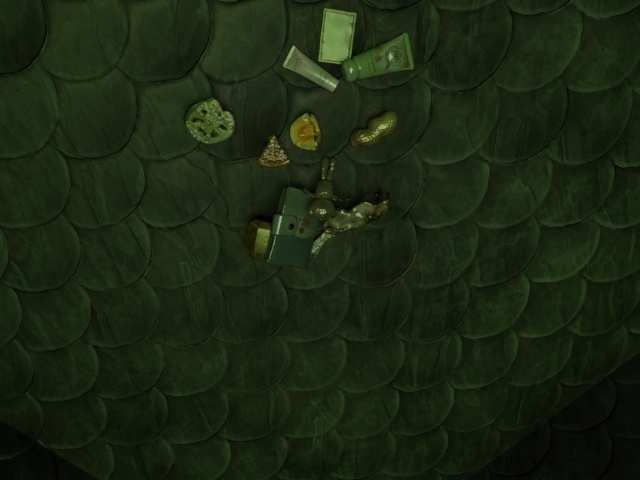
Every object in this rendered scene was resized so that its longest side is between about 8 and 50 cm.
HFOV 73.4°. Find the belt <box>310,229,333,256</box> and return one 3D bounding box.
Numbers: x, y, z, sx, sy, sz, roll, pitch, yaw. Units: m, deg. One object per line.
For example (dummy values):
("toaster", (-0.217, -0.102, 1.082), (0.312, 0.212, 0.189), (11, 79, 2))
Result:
("belt", (0.000, 0.000, 2.028), (0.232, 0.053, 0.071), (-44, 108, 9))

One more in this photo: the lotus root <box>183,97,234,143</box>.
("lotus root", (-0.461, -0.507, 1.805), (0.204, 0.077, 0.183), (-13, 121, 3))

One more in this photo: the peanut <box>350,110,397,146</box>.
("peanut", (0.235, -0.479, 1.871), (0.228, 0.085, 0.104), (-34, 99, 8))

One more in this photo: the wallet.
("wallet", (-0.110, -0.056, 1.909), (0.252, 0.083, 0.359), (11, 94, -43))

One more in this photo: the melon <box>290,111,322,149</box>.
("melon", (-0.065, -0.470, 1.856), (0.128, 0.079, 0.160), (-8, 111, 17))

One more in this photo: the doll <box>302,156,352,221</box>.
("doll", (0.011, -0.224, 1.867), (0.203, 0.091, 0.285), (-14, 76, -18))

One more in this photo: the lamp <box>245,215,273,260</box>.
("lamp", (-0.258, -0.010, 1.951), (0.162, 0.161, 0.184), (11, 106, -9))

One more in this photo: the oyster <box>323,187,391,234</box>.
("oyster", (0.160, -0.123, 1.911), (0.337, 0.198, 0.133), (-24, 93, -1))

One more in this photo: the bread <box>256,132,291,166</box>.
("bread", (-0.189, -0.375, 1.884), (0.136, 0.054, 0.154), (27, 110, -12))

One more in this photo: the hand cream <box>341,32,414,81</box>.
("hand cream", (0.237, -0.745, 1.787), (0.306, 0.093, 0.146), (-21, 112, -7))

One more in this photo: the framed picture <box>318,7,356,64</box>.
("framed picture", (0.068, -0.838, 1.772), (0.136, 0.010, 0.200), (5, 109, -7))

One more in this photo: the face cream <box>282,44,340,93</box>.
("face cream", (-0.031, -0.704, 1.788), (0.244, 0.058, 0.092), (30, 108, -8))
